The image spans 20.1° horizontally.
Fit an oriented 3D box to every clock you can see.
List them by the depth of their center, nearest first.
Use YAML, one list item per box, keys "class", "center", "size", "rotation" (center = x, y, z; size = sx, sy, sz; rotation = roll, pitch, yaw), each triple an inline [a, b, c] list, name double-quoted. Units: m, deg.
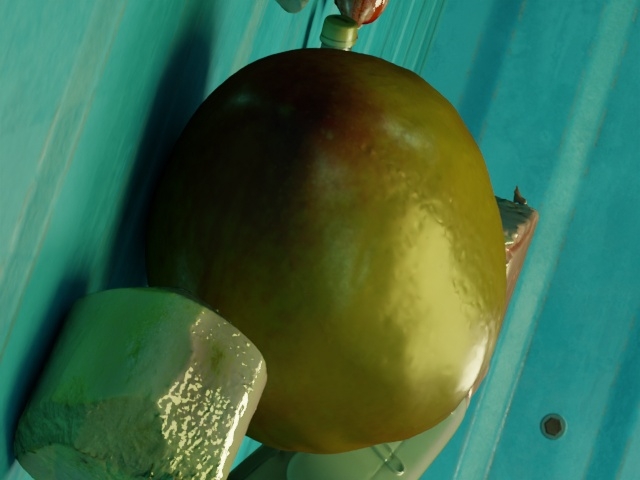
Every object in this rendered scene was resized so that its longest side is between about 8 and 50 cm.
- class: "clock"
  center: [-0.024, 0.243, 1.715]
  size: [0.324, 0.108, 0.265]
  rotation: [-40, -179, 33]

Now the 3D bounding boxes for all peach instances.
- class: "peach"
  center: [-0.002, -0.002, 1.369]
  size: [0.308, 0.289, 0.289]
  rotation: [60, 32, -27]

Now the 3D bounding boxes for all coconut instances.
- class: "coconut"
  center: [-0.114, 0.100, 1.182]
  size: [0.147, 0.147, 0.152]
  rotation: [100, 12, -57]

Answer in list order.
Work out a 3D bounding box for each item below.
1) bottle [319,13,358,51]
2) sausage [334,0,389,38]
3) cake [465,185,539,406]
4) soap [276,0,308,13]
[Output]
- class: "bottle"
  center: [-0.001, -0.117, 1.955]
  size: [0.083, 0.083, 0.269]
  rotation: [-62, 164, -62]
- class: "sausage"
  center: [0.061, -0.336, 1.901]
  size: [0.074, 0.074, 0.274]
  rotation: [-64, 171, -57]
- class: "cake"
  center: [0.119, 0.059, 2.566]
  size: [0.293, 0.307, 0.314]
  rotation: [-46, 153, -75]
- class: "soap"
  center: [0.001, -0.302, 1.285]
  size: [0.274, 0.089, 0.173]
  rotation: [-68, 173, -49]
